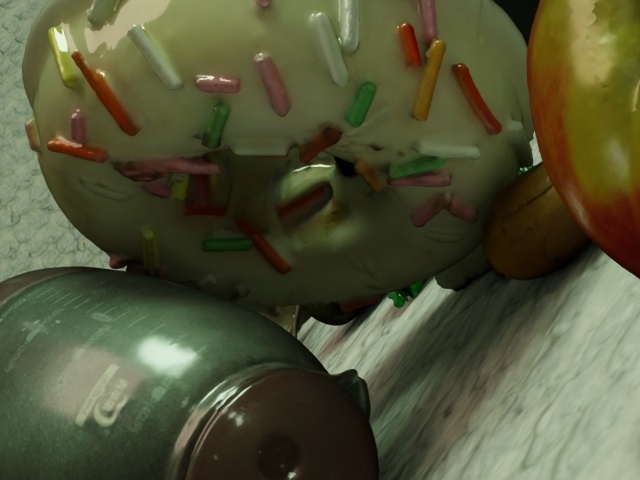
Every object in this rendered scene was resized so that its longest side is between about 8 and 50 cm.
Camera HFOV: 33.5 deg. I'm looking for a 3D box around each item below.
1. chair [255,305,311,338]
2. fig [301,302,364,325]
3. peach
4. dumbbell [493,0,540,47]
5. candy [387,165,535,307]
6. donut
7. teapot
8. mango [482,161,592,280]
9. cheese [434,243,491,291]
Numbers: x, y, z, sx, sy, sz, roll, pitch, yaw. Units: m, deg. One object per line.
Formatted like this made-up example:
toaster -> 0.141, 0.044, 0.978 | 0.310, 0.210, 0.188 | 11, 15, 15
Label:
chair -> -0.102, 0.097, 1.510 | 0.176, 0.183, 0.326 | -48, 3, 22
fig -> -0.005, 0.015, 1.236 | 0.133, 0.184, 0.127 | -39, 24, 55
peach -> 0.179, -0.062, 0.414 | 0.190, 0.192, 0.190 | -26, 56, 47
dumbbell -> 0.229, -0.228, 0.954 | 0.185, 0.185, 0.388 | -48, 4, 15
candy -> 0.103, -0.053, 1.045 | 0.203, 0.141, 0.078 | -47, -8, 24
donut -> -0.025, -0.066, 0.768 | 0.382, 0.382, 0.143 | 136, 141, -53
teapot -> -0.126, 0.163, 0.664 | 0.312, 0.233, 0.315 | 2, 42, 50
mango -> 0.151, -0.020, 0.691 | 0.077, 0.063, 0.127 | -44, -3, -47
cheese -> 0.194, -0.054, 0.760 | 0.085, 0.034, 0.400 | -52, 5, -29
